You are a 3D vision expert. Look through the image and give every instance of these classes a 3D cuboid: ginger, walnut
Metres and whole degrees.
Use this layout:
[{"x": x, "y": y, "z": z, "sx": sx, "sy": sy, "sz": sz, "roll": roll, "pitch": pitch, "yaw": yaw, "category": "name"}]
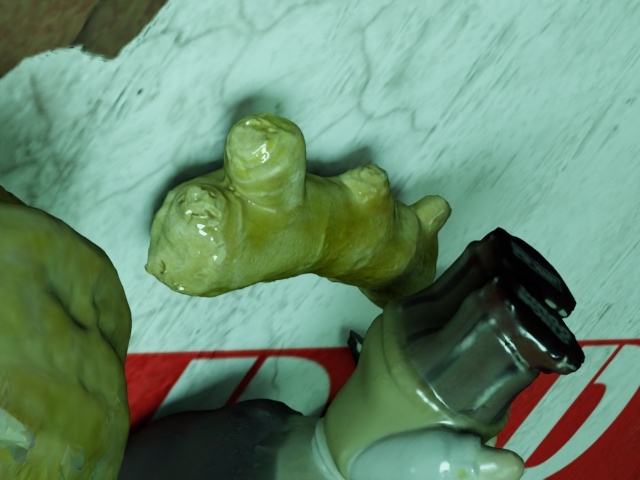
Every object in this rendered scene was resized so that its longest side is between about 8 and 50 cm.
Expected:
[{"x": -0.002, "y": -0.003, "z": 1.111, "sx": 0.118, "sy": 0.065, "sz": 0.299, "roll": -43, "pitch": 156, "yaw": 14, "category": "ginger"}, {"x": -0.177, "y": 0.057, "z": 0.815, "sx": 0.213, "sy": 0.213, "sz": 0.213, "roll": -32, "pitch": 151, "yaw": -21, "category": "walnut"}]

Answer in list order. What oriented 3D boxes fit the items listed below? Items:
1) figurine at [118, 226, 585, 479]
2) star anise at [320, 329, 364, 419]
[{"x": 0.019, "y": 0.157, "z": 1.154, "sx": 0.365, "sy": 0.218, "sz": 0.206, "roll": -32, "pitch": 125, "yaw": 17, "category": "figurine"}, {"x": 0.087, "y": 0.135, "z": 1.382, "sx": 0.272, "sy": 0.102, "sz": 0.272, "roll": -32, "pitch": 148, "yaw": -23, "category": "star anise"}]
